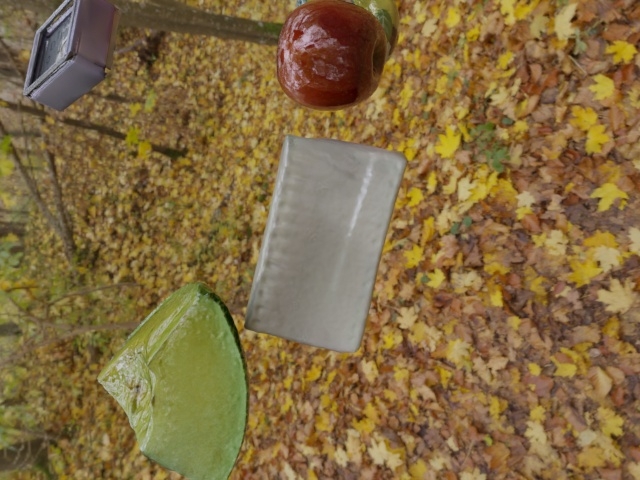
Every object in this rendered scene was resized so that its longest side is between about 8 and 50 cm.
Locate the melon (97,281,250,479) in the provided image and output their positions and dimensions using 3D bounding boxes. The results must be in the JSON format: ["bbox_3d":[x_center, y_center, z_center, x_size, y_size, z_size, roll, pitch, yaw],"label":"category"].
[{"bbox_3d":[-0.269,0.231,0.843,0.343,0.226,0.332,9,111,64],"label":"melon"}]

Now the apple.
[{"bbox_3d":[0.017,-0.307,0.810,0.168,0.181,0.181,13,102,17],"label":"apple"}]

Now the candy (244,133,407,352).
[{"bbox_3d":[0.002,0.000,0.845,0.145,0.207,0.359,-122,44,-81],"label":"candy"}]

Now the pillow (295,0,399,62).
[{"bbox_3d":[0.057,-0.427,0.964,0.214,0.233,0.086,54,168,-23],"label":"pillow"}]

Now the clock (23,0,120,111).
[{"bbox_3d":[-0.439,-0.332,0.847,0.193,0.073,0.145,-14,68,37],"label":"clock"}]
